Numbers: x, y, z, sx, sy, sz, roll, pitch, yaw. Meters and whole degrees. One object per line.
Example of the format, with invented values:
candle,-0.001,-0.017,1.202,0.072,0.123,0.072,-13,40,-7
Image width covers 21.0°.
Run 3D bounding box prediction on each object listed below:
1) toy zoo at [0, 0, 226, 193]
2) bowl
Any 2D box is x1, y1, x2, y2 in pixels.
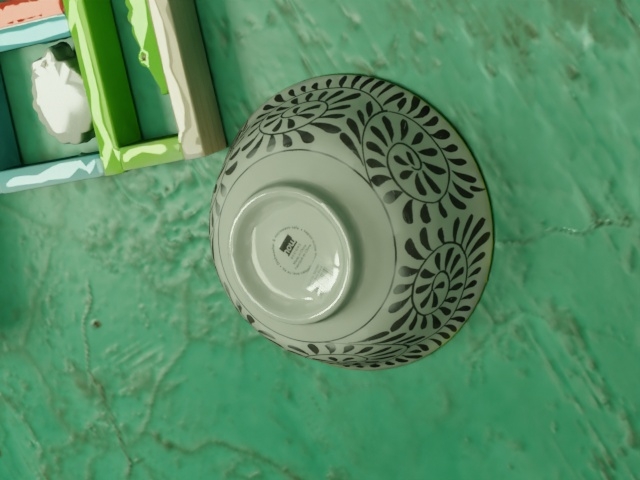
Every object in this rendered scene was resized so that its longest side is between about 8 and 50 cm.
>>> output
toy zoo,-0.206,-0.121,1.027,0.293,0.030,0.192,-8,99,28
bowl,0.000,0.000,0.929,0.170,0.080,0.170,7,106,25
